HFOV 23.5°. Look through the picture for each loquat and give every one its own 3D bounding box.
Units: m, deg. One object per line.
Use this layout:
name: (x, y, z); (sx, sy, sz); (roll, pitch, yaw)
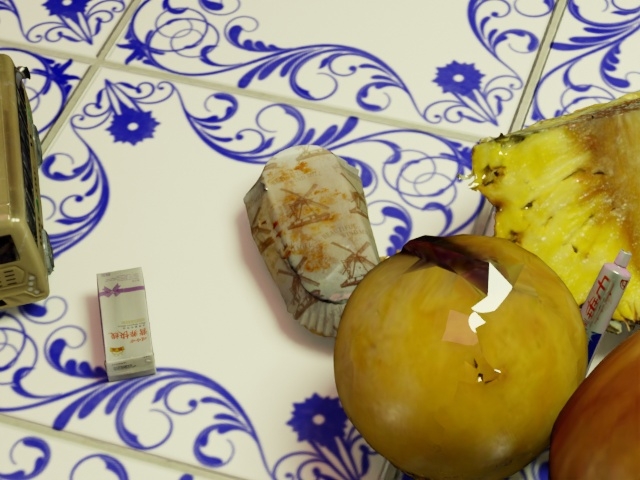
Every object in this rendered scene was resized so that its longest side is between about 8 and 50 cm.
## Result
loquat: (0.123, 0.106, 1.374); (0.235, 0.235, 0.235); (-2, 48, 2)

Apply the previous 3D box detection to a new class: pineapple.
pineapple: (0.336, -0.009, 1.530); (0.344, 0.286, 0.209); (-11, 8, 13)

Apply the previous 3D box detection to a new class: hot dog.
hot dog: (0.000, 0.000, 1.575); (0.131, 0.069, 0.252); (-17, 47, -5)

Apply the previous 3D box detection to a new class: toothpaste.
toothpaste: (0.251, 0.085, 1.445); (0.045, 0.169, 0.028); (29, 18, 22)

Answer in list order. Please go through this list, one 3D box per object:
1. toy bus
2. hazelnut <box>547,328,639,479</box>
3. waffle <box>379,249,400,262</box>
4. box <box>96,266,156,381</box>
toy bus: (-0.362, -0.070, 1.603); (0.139, 0.157, 0.289); (-8, 49, -4)
hazelnut: (0.340, 0.188, 1.146); (0.366, 0.365, 0.365); (-2, 48, 2)
waffle: (0.081, 0.036, 1.578); (0.085, 0.016, 0.078); (-27, 53, -18)
box: (-0.195, 0.083, 1.540); (0.051, 0.036, 0.117); (-8, 50, -4)
